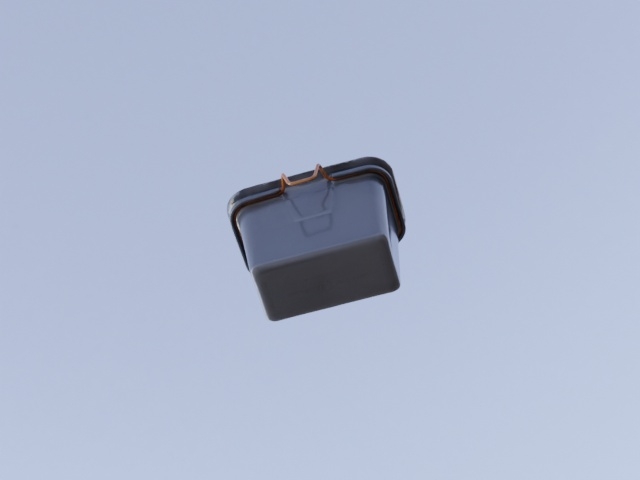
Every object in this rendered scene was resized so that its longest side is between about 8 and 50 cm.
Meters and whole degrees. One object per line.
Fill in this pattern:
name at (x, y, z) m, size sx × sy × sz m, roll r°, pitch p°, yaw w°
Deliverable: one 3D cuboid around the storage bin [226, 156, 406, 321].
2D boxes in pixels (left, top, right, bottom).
storage bin at (0.000, 0.000, 1.112) m, size 0.135 × 0.091 × 0.098 m, roll -15°, pitch -56°, yaw 3°
